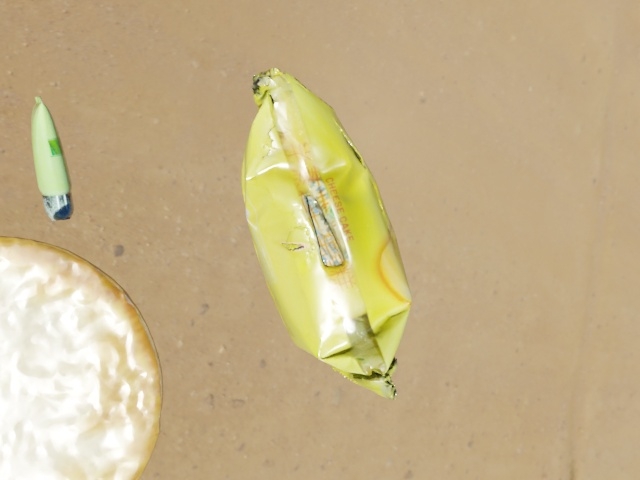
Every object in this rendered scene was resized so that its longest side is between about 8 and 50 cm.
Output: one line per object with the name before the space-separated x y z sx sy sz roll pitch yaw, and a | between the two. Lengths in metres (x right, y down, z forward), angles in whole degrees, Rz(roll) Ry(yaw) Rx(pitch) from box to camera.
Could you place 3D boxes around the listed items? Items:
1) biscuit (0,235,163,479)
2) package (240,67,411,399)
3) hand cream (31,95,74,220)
biscuit | -0.261 0.125 0.626 0.204 0.040 0.309 -30 98 -18
package | 0.000 0.000 0.460 0.090 0.168 0.226 -18 88 -6
hand cream | -0.385 -0.117 0.943 0.046 0.095 0.175 -10 105 -24
